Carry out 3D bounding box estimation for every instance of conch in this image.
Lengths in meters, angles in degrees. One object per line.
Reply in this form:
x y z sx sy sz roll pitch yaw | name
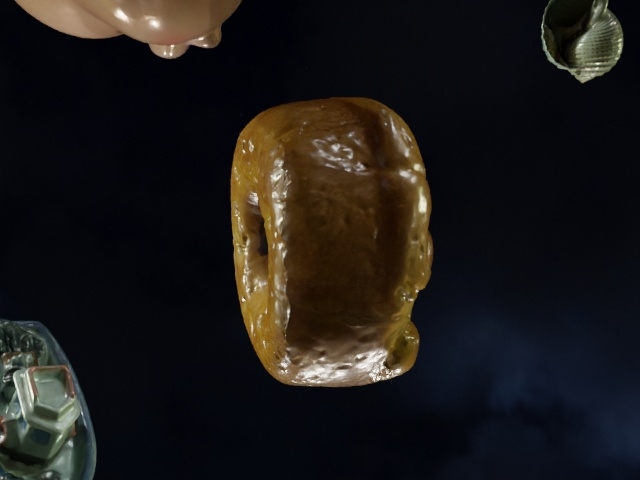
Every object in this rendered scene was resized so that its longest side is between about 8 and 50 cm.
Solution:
0.237 -0.190 0.593 0.076 0.056 0.085 1 -92 2 | conch

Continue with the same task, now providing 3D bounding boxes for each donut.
-0.001 0.001 0.497 0.114 0.226 0.226 -4 -74 -17 | donut

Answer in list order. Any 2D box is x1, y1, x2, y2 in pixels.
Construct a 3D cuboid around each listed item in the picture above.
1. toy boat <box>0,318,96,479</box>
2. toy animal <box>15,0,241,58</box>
-0.155 0.090 0.351 0.059 0.140 0.066 2 -50 -38 | toy boat
-0.115 -0.275 0.395 0.269 0.237 0.326 -3 -55 7 | toy animal
